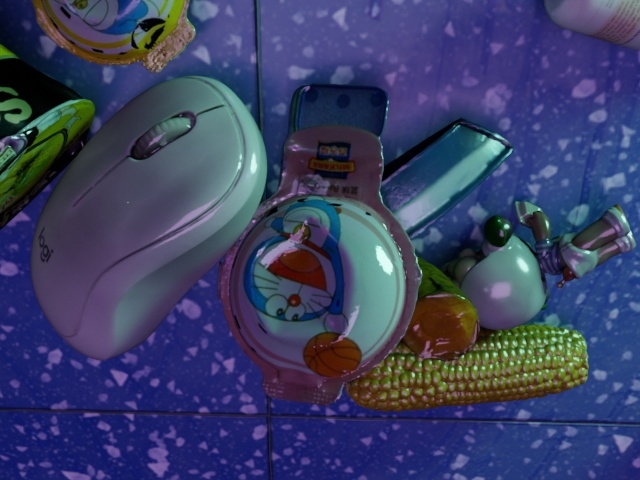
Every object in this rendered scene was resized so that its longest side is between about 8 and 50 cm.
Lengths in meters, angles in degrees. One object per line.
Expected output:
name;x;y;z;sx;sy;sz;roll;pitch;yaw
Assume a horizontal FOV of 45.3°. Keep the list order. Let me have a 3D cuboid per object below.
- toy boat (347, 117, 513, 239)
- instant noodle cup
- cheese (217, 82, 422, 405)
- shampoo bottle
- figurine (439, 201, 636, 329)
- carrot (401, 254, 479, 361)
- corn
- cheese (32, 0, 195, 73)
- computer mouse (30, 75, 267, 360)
toy boat;0.049;-0.022;0.748;0.299;0.096;0.061;-35;99;14
instant noodle cup;-0.354;-0.120;0.670;0.236;0.215;0.215;42;109;-7
cheese;0.000;0.000;0.677;0.189;0.074;0.285;7;84;17
shampoo bottle;0.294;-0.202;0.669;0.192;0.074;0.073;11;114;-13
figurine;0.208;0.022;0.764;0.197;0.093;0.147;-33;131;7
carrot;0.085;0.056;0.735;0.082;0.173;0.082;-3;105;-11
corn;0.149;0.131;0.812;0.260;0.091;0.091;-5;111;-1
cheese;-0.211;-0.258;0.670;0.157;0.064;0.250;-39;94;16
computer mouse;-0.181;-0.023;0.710;0.121;0.184;0.297;13;130;-45
